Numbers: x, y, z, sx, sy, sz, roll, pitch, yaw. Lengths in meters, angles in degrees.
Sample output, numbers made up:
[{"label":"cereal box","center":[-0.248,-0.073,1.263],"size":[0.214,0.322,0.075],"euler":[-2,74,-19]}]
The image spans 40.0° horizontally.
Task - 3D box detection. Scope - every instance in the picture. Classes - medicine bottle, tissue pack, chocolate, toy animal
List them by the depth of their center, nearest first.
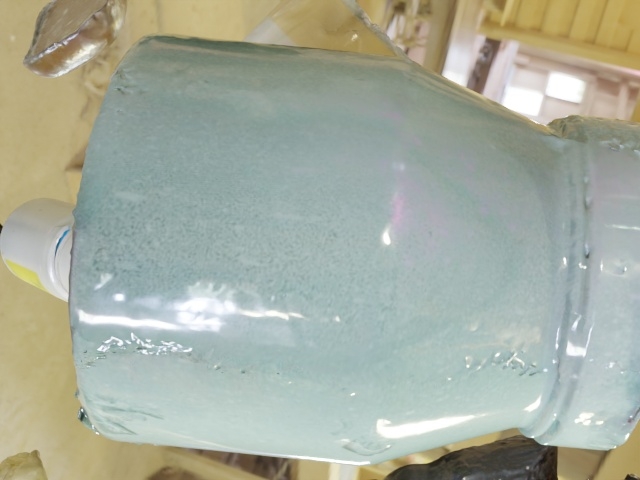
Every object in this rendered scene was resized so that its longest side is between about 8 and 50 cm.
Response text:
[{"label":"medicine bottle","center":[0.030,0.013,0.517],"size":[0.245,0.290,0.244],"euler":[7,90,-88]},{"label":"toy animal","center":[0.145,0.193,0.725],"size":[0.121,0.210,0.117],"euler":[136,-35,-79]},{"label":"tissue pack","center":[-0.021,-0.101,0.777],"size":[0.222,0.186,0.090],"euler":[-43,160,8]},{"label":"medicine bottle","center":[-0.372,0.018,1.327],"size":[0.143,0.258,0.143],"euler":[-9,103,-39]},{"label":"chocolate","center":[-0.361,-0.333,1.365],"size":[0.080,0.157,0.254],"euler":[54,17,-34]}]

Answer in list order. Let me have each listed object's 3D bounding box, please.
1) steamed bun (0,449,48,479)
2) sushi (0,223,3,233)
[{"label":"steamed bun","center":[-0.485,0.486,1.405],"size":[0.137,0.295,0.292],"euler":[-13,121,-27]},{"label":"sushi","center":[-0.605,0.002,1.350],"size":[0.172,0.153,0.150],"euler":[-38,-160,-3]}]
